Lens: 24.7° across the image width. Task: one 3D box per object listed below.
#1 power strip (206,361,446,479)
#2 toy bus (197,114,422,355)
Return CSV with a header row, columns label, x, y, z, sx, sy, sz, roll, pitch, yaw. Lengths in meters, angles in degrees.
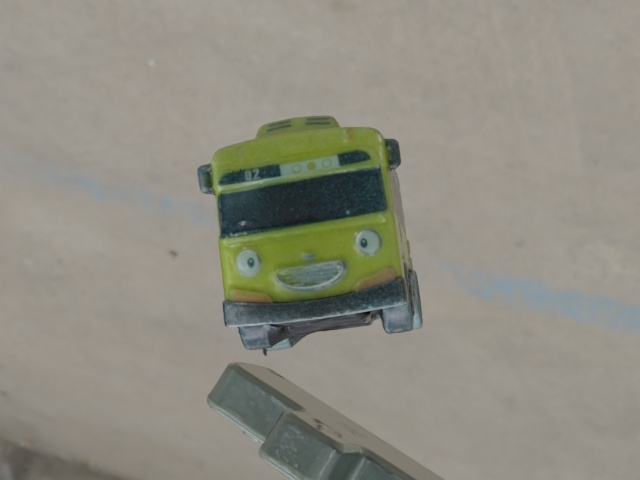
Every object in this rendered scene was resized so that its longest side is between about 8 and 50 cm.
label,x,y,z,sx,sy,sz,roll,pitch,yaw
power strip,0.008,0.199,1.361,0.265,0.059,0.193,31,-178,20
toy bus,0.000,0.000,0.693,0.088,0.101,0.175,-7,175,5
